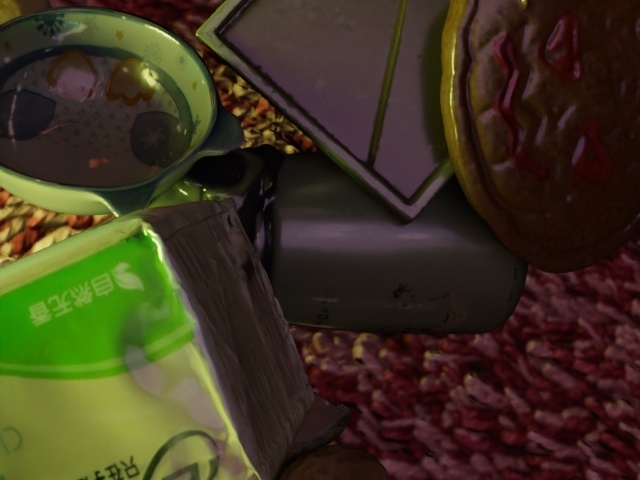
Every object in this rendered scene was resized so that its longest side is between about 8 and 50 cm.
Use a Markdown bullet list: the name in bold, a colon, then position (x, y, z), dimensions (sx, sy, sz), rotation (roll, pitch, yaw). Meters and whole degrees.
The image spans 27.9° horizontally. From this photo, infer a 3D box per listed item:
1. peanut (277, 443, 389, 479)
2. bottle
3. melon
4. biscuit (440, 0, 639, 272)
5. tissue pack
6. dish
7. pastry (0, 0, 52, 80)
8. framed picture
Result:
- **peanut**: position (-0.030, 0.267, 1.123), dimensions (0.228, 0.085, 0.104), rotation (-40, 130, -17)
- **bottle**: position (0.000, -0.001, 1.123), dimensions (0.346, 0.168, 0.169), rotation (1, 83, -16)
- **melon**: position (-0.061, 0.164, 1.155), dimensions (0.182, 0.054, 0.098), rotation (21, 63, -15)
- **biscuit**: position (0.215, -0.117, 1.060), dimensions (0.257, 0.049, 0.273), rotation (-26, 111, -18)
- **tissue pack**: position (-0.225, 0.135, 0.881), dimensions (0.404, 0.332, 0.205), rotation (-23, 93, 6)
- **dish**: position (-0.193, -0.080, 1.014), dimensions (0.236, 0.086, 0.228), rotation (33, 53, 18)
- **pastry**: position (-0.299, -0.183, 1.087), dimensions (0.156, 0.092, 0.156), rotation (4, 80, -23)
- **framed picture**: position (0.089, -0.208, 1.071), dimensions (0.240, 0.020, 0.324), rotation (40, 82, -1)
